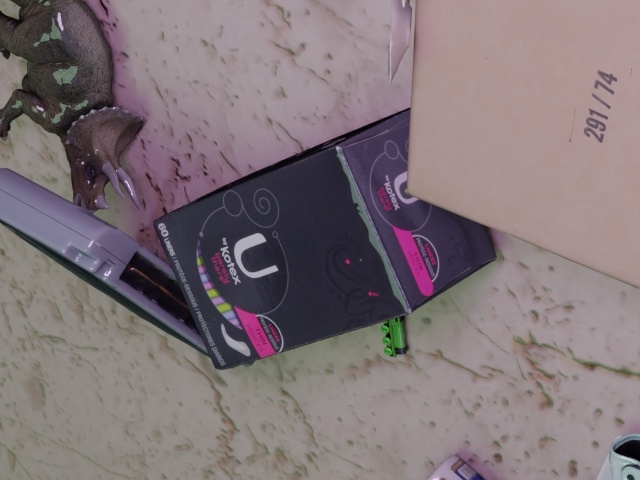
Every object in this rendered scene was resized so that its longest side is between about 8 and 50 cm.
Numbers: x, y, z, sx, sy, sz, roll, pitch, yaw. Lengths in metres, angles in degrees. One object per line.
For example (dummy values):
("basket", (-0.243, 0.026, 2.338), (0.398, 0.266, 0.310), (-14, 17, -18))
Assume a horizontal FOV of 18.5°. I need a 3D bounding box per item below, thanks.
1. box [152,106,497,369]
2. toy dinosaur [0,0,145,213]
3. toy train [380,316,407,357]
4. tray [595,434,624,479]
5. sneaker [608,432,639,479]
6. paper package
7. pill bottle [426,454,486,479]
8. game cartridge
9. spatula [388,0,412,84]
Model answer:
("box", (0.000, 0.000, 1.823), (0.270, 0.143, 0.165), (-21, 95, 45))
("toy dinosaur", (-0.266, -0.185, 1.979), (0.160, 0.121, 0.314), (-2, 111, 27))
("toy train", (0.071, 0.078, 1.917), (0.023, 0.017, 0.083), (5, 120, 25))
("tray", (0.369, 0.292, 1.797), (0.270, 0.030, 0.145), (33, 133, 19))
("sneaker", (0.265, 0.238, 1.757), (0.256, 0.094, 0.151), (-15, 113, 34))
("paper package", (0.233, -0.149, 1.527), (0.309, 0.168, 0.325), (23, 130, 27))
("pill bottle", (0.155, 0.274, 1.936), (0.120, 0.067, 0.067), (41, 135, 12))
("game cartridge", (-0.204, 0.027, 1.957), (0.198, 0.062, 0.297), (32, 175, 39))
("spatula", (0.069, -0.249, 1.564), (0.019, 0.242, 0.168), (3, 125, 3))
